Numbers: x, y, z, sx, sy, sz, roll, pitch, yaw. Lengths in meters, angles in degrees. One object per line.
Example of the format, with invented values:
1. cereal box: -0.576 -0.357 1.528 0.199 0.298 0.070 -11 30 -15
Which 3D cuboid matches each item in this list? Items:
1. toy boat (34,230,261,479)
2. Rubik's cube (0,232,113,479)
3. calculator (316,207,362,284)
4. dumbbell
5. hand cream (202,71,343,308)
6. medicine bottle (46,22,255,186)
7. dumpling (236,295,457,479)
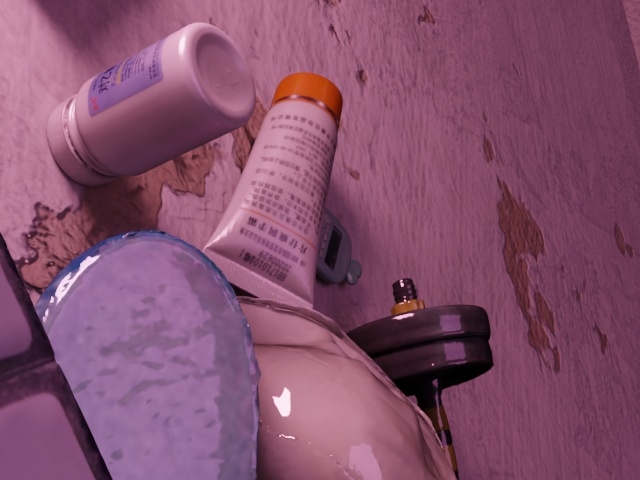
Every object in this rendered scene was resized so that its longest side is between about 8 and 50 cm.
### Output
1. toy boat: -0.162 0.152 0.959 0.215 0.123 0.330 9 63 -22
2. Rubik's cube: -0.286 0.187 0.521 0.303 0.305 0.301 -18 80 -51
3. calculator: 0.000 0.000 1.388 0.153 0.021 0.095 48 37 -30
4. dumbbell: 0.136 0.231 1.305 0.185 0.185 0.388 12 63 -54
5. hand cream: -0.035 -0.057 1.300 0.139 0.089 0.314 31 46 -16
6. medicine bottle: -0.159 -0.121 1.054 0.103 0.186 0.103 33 47 -44
7. dumpling: 0.017 0.197 1.118 0.260 0.341 0.181 -53 159 -49
